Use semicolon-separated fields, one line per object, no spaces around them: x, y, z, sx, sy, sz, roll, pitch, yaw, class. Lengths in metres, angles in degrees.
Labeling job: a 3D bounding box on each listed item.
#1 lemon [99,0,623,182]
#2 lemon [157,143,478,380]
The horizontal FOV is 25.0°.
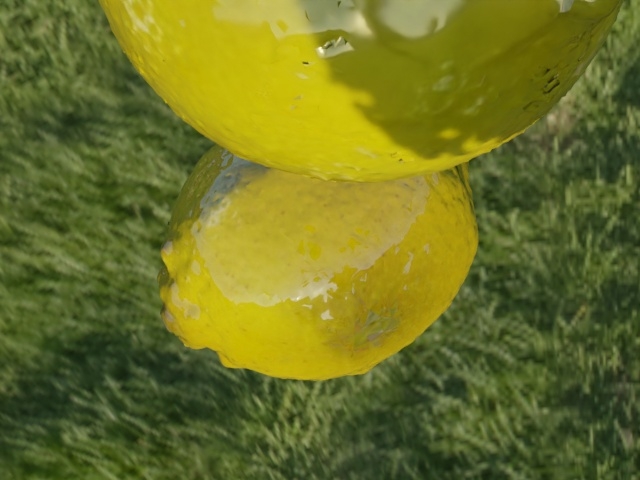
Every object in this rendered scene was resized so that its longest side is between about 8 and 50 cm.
0.010;-0.103;0.463;0.173;0.173;0.206;-38;21;-11;lemon
0.000;0.000;1.059;0.260;0.204;0.204;-27;58;-12;lemon
